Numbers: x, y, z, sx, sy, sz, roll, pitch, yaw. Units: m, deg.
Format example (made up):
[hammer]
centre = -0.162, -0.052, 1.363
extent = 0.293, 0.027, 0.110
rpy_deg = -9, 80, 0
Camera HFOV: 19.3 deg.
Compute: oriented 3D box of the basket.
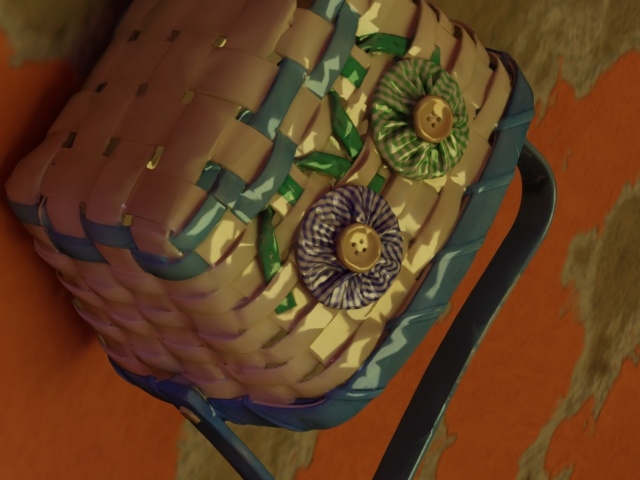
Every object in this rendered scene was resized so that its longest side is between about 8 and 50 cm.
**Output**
[basket]
centre = 0.000, 0.000, 0.959
extent = 0.289, 0.201, 0.255
rpy_deg = 47, 65, -46
